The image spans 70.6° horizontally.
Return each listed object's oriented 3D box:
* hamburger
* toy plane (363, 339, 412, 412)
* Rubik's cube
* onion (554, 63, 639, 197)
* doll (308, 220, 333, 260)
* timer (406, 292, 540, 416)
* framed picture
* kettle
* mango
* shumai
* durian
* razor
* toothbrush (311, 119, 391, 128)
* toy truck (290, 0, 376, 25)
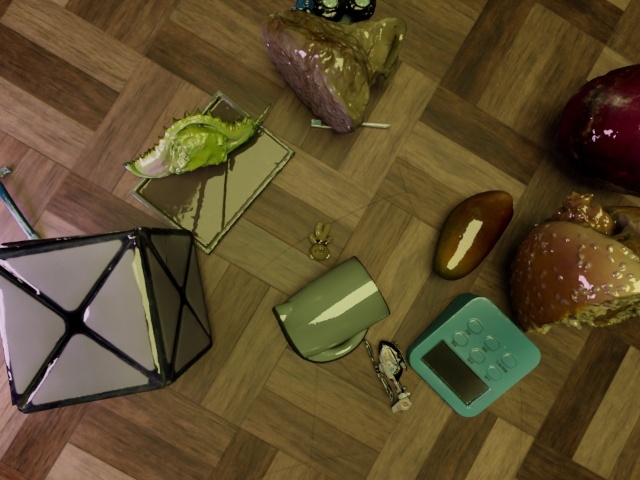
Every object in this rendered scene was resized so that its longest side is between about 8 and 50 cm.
[{"bbox_3d":[0.569,0.052,0.998,0.269,0.445,0.286,-11,68,3],"label":"hamburger"},{"bbox_3d":[0.177,0.322,1.108,0.078,0.053,0.197,-23,89,3],"label":"toy plane"},{"bbox_3d":[-0.427,0.137,0.937,0.307,0.305,0.309,-9,91,2],"label":"Rubik's cube"},{"bbox_3d":[0.735,-0.296,1.015,0.348,0.347,0.384,17,102,-4],"label":"onion"},{"bbox_3d":[-0.001,0.003,1.118,0.062,0.051,0.093,8,58,-3],"label":"doll"},{"bbox_3d":[0.368,0.284,1.104,0.232,0.091,0.250,44,89,-2],"label":"timer"},{"bbox_3d":[-0.261,-0.168,1.105,0.247,0.022,0.335,39,86,-2],"label":"framed picture"},{"bbox_3d":[0.031,0.184,1.058,0.237,0.161,0.221,-31,121,-4],"label":"kettle"},{"bbox_3d":[0.364,-0.018,1.102,0.133,0.111,0.267,40,84,-18],"label":"mango"},{"bbox_3d":[0.047,-0.436,1.018,0.314,0.267,0.262,45,85,-4],"label":"shumai"},{"bbox_3d":[-0.281,-0.229,1.046,0.376,0.106,0.132,-21,94,0],"label":"durian"},{"bbox_3d":[-0.720,-0.078,1.059,0.068,0.037,0.191,-31,90,-6],"label":"razor"},{"bbox_3d":[0.078,-0.291,1.140,0.204,0.017,0.022,1,107,-4],"label":"toothbrush"},{"bbox_3d":[0.023,-0.569,1.097,0.208,0.113,0.126,-9,84,-8],"label":"toy truck"}]
